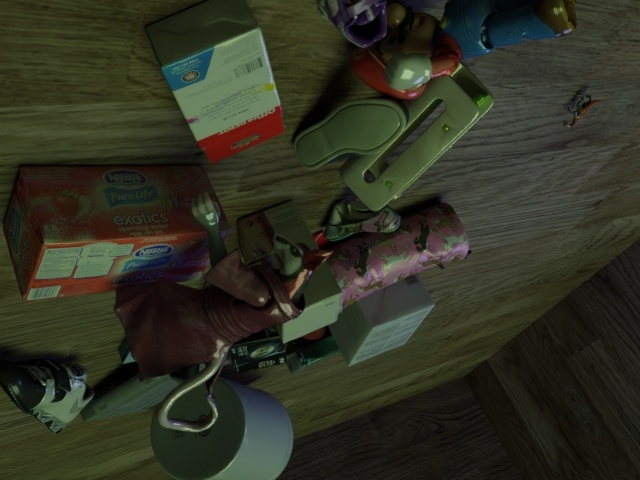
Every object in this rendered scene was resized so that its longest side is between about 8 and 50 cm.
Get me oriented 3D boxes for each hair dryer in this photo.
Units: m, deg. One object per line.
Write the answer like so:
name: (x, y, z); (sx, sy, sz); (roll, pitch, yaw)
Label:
hair dryer: (-0.090, 0.277, 1.936); (0.223, 0.080, 0.293); (-13, 152, -27)

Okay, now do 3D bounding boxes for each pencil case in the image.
pencil case: (0.172, 0.041, 1.650); (0.386, 0.167, 0.160); (-21, -173, -14)

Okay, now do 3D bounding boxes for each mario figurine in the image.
mario figurine: (0.180, -0.312, 0.946); (0.320, 0.170, 0.198); (-15, -176, 29)

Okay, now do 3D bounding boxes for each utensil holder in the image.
utensil holder: (-0.293, 0.593, 2.064); (0.327, 0.328, 0.385); (-29, 154, 4)

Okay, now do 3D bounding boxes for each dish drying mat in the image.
dish drying mat: (0.000, 0.000, 1.568); (0.032, 0.008, 0.083); (-28, 155, -1)

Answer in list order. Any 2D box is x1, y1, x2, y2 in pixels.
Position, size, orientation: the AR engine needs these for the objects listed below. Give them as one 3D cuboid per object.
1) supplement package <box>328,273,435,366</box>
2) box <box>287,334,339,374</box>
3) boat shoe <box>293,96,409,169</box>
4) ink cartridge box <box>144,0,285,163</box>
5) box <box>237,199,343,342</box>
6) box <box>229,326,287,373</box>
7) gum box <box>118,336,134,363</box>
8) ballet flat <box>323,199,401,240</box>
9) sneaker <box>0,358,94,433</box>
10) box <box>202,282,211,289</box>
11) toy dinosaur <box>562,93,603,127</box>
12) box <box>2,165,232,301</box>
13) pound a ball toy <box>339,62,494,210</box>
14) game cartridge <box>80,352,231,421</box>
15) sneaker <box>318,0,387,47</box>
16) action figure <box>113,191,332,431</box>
supplement package: (0.146, 0.180, 1.836); (0.198, 0.199, 0.263); (-17, 154, -22)
box: (0.056, 0.325, 2.127); (0.322, 0.059, 0.232); (-24, 170, -16)
boat shoe: (0.058, -0.179, 1.107); (0.079, 0.095, 0.254); (-30, -175, -38)
ink cartridge box: (-0.135, -0.215, 0.926); (0.134, 0.078, 0.231); (-24, 155, -5)
box: (-0.065, 0.064, 1.355); (0.126, 0.232, 0.149); (-21, 155, -15)
box: (-0.171, 0.275, 1.795); (0.147, 0.078, 0.180); (-10, 147, -7)
gum box: (-0.369, 0.225, 1.598); (0.184, 0.041, 0.157); (-6, 149, -37)
ballet flat: (0.074, -0.051, 1.433); (0.221, 0.079, 0.077); (-6, -142, 49)
sneaker: (-0.598, 0.309, 1.471); (0.146, 0.122, 0.331); (-40, 158, -17)
box: (-0.206, 0.133, 1.508); (0.087, 0.102, 0.101); (-12, 152, -34)
toy dinosaur: (0.585, -0.291, 1.523); (0.047, 0.090, 0.082); (-1, 116, -18)
box: (-0.315, -0.019, 1.050); (0.299, 0.142, 0.154); (-6, 149, -39)
pound a ball toy: (0.165, -0.193, 1.250); (0.319, 0.136, 0.208); (-44, 176, 33)
game cartridge: (-0.436, 0.375, 1.762); (0.355, 0.068, 0.230); (-32, 156, 24)
sneaker: (0.037, -0.330, 0.843); (0.095, 0.105, 0.236); (-28, 155, 4)
action figure: (-0.141, 0.107, 1.007); (0.370, 0.276, 0.248); (-24, 154, 26)
